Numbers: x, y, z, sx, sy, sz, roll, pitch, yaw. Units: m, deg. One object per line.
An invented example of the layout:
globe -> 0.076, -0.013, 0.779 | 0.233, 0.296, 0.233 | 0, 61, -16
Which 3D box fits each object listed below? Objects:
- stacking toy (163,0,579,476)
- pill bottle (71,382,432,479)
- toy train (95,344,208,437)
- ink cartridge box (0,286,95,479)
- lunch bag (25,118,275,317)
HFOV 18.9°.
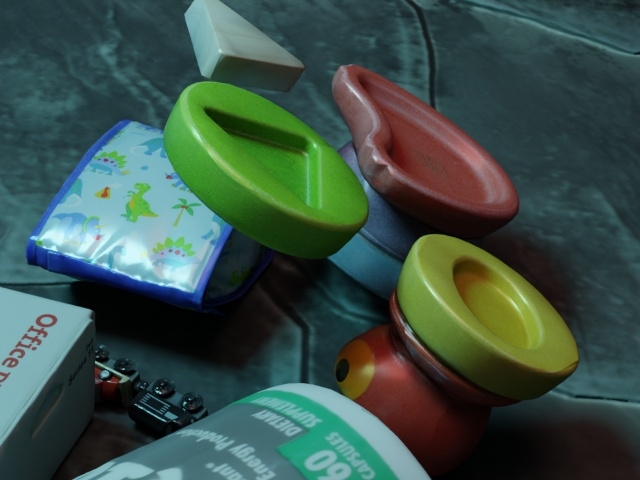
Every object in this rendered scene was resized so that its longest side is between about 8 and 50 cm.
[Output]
stacking toy -> 0.000, 0.000, 1.213 | 0.279, 0.130, 0.309 | 29, 24, -18
pill bottle -> -0.113, 0.221, 0.878 | 0.361, 0.204, 0.204 | -24, 44, -33
toy train -> -0.141, 0.087, 1.218 | 0.158, 0.027, 0.036 | 25, 51, 26
ink cartridge box -> -0.256, 0.091, 1.147 | 0.208, 0.087, 0.153 | 13, 36, 14
lunch bag -> -0.109, -0.005, 1.291 | 0.128, 0.096, 0.151 | 14, 27, 14
